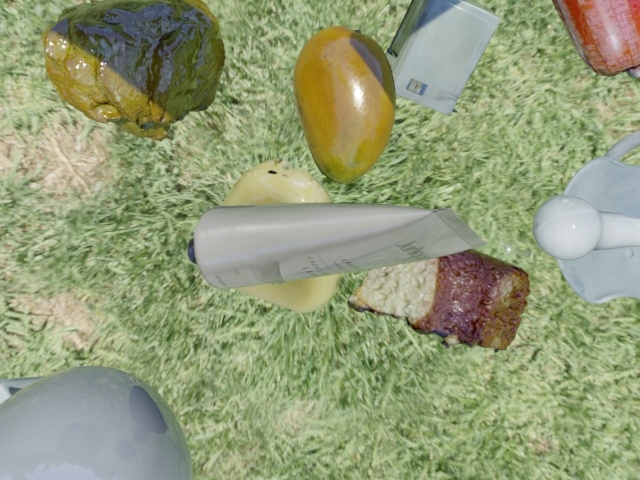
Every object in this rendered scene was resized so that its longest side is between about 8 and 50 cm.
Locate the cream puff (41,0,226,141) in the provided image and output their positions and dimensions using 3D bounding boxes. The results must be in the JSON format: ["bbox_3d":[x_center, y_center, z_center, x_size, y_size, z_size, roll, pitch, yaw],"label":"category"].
[{"bbox_3d":[-0.238,-0.239,0.952,0.244,0.244,0.196,5,137,-5],"label":"cream puff"}]

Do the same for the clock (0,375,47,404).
[{"bbox_3d":[-0.547,0.355,1.412,0.116,0.262,0.231,-46,69,10],"label":"clock"}]

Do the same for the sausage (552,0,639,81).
[{"bbox_3d":[0.147,-0.197,0.410,0.074,0.074,0.274,-38,121,-2],"label":"sausage"}]

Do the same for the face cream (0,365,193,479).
[{"bbox_3d":[-0.327,0.337,0.945,0.312,0.357,0.220,14,118,-7],"label":"face cream"}]

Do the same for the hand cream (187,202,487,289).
[{"bbox_3d":[0.000,0.000,0.442,0.186,0.087,0.054,-4,75,25],"label":"hand cream"}]

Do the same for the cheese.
[{"bbox_3d":[-0.070,-0.010,1.323,0.259,0.128,0.316,18,130,1],"label":"cheese"}]

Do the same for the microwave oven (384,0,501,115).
[{"bbox_3d":[0.219,-0.370,1.382,0.162,0.129,0.205,20,116,-17],"label":"microwave oven"}]

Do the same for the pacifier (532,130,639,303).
[{"bbox_3d":[0.370,-0.026,0.919,0.225,0.287,0.239,0,96,-27],"label":"pacifier"}]

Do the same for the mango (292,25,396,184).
[{"bbox_3d":[0.037,-0.196,1.038,0.151,0.120,0.221,-15,87,36],"label":"mango"}]

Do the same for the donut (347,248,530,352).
[{"bbox_3d":[0.154,0.061,0.916,0.186,0.144,0.126,27,108,29],"label":"donut"}]
